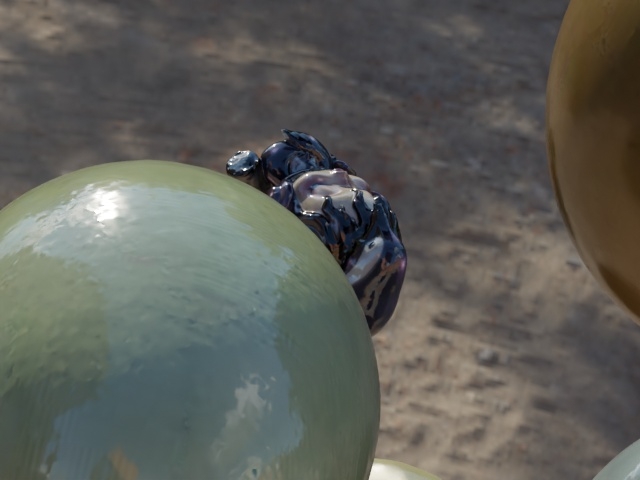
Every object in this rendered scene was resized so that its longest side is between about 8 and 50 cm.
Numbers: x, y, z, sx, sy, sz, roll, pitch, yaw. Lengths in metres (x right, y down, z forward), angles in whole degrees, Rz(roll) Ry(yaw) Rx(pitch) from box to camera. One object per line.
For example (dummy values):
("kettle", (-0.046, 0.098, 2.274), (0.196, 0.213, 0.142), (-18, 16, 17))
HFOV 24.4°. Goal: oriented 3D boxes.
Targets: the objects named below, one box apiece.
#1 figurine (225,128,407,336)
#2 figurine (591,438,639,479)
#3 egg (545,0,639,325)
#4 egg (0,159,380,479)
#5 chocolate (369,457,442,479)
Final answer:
("figurine", (0.000, 0.000, 1.388), (0.145, 0.145, 0.222), (-6, 37, -28))
("figurine", (0.338, 0.308, 1.191), (0.205, 0.224, 0.382), (13, 19, -33))
("egg", (0.292, -0.100, 0.818), (0.301, 0.374, 0.301), (32, 9, -6))
("egg", (-0.080, 0.077, 0.676), (0.218, 0.218, 0.295), (6, 13, -7))
("chocolate", (0.021, 0.340, 1.335), (0.314, 0.297, 0.326), (-30, 24, -26))
